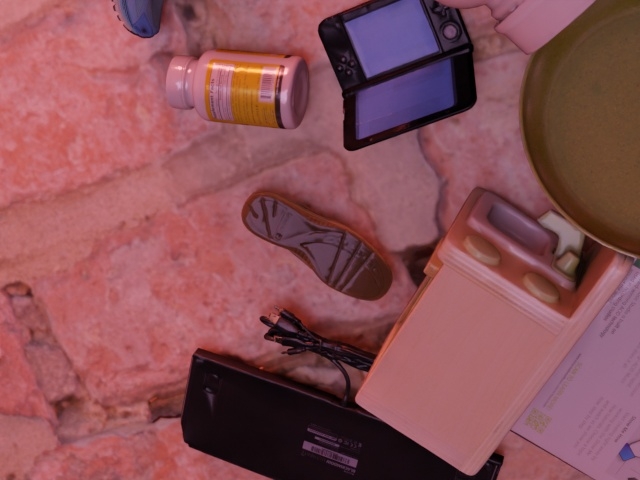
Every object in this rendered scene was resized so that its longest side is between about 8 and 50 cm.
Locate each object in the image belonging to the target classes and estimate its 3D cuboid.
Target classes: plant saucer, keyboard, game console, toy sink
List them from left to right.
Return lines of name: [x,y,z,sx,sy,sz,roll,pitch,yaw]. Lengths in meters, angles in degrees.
keyboard: [0.021,0.169,1.199,0.317,0.033,0.201,18,122,8]
game console: [0.062,-0.149,1.043,0.122,0.071,0.107,-18,105,21]
toy sink: [0.146,0.049,1.050,0.131,0.153,0.234,33,117,2]
plant saucer: [0.275,-0.095,0.967,0.241,0.037,0.241,-1,78,6]

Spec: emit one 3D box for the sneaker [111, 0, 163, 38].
sneaker: [-0.134,-0.249,1.067,0.073,0.063,0.162,16,114,6]

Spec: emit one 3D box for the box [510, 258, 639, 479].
box: [0.358,0.150,1.082,0.322,0.058,0.232,31,116,4]

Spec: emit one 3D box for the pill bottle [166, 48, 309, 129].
pill bottle: [-0.073,-0.134,1.091,0.116,0.065,0.065,8,112,14]

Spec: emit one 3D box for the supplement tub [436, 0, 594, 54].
supplement tub: [0.100,-0.318,0.873,0.331,0.241,0.241,44,116,-3]

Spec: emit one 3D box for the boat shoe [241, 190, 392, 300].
boat shoe: [-0.001,0.001,1.140,0.153,0.048,0.056,28,103,-3]
